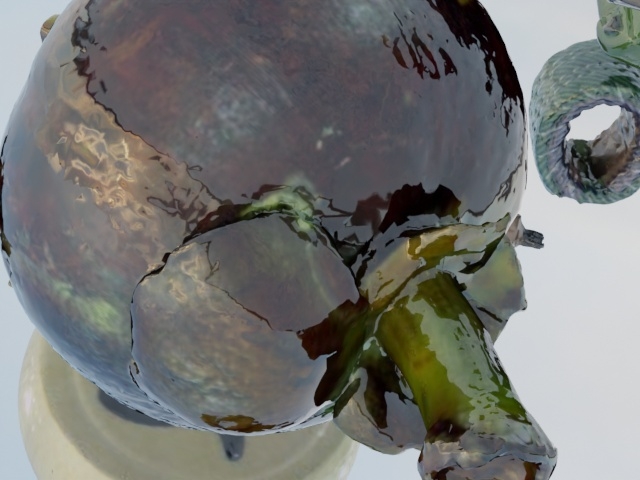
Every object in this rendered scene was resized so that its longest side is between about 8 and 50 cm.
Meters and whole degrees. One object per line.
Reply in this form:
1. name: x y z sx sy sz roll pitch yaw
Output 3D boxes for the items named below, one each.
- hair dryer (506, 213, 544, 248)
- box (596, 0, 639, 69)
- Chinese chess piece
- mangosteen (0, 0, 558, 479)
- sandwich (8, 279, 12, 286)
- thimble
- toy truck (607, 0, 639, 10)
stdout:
1. hair dryer: 0.090 -0.020 1.248 0.181 0.117 0.064 18 -132 0
2. box: 0.350 -0.263 1.203 0.178 0.328 0.253 10 -118 -26
3. Chinese chess piece: -0.094 0.118 1.159 0.257 0.104 0.257 7 -129 -9
4. mangosteen: 0.000 0.000 0.632 0.231 0.231 0.289 3 -140 -52
5. sandwich: -0.142 -0.010 1.330 0.244 0.088 0.090 -34 -101 -36
6. thimble: 0.248 -0.106 1.402 0.118 0.135 0.090 4 -141 0
7. toy truck: 0.227 -0.214 0.785 0.165 0.224 0.147 7 -146 2
